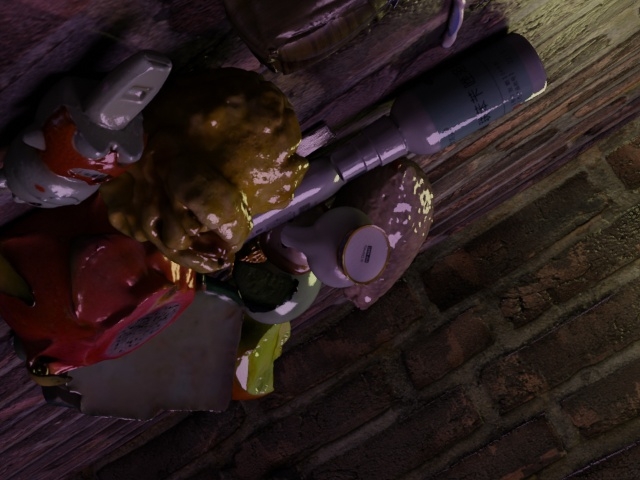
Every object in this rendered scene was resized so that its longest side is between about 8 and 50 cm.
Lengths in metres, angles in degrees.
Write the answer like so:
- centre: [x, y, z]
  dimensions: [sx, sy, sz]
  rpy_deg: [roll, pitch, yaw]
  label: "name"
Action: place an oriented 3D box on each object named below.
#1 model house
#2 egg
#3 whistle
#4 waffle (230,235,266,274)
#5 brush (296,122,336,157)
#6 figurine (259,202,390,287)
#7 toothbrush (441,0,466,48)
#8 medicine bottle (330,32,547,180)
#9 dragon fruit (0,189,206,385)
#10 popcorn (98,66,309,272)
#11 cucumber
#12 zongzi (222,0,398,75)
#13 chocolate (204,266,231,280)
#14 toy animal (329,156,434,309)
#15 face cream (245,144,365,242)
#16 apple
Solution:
- centre: [-0.327, 0.162, 1.693]
  dimensions: [0.298, 0.243, 0.284]
  rpy_deg: [13, 169, -38]
  label: "model house"
- centre: [-0.079, 0.086, 2.112]
  dimensions: [0.192, 0.149, 0.149]
  rpy_deg: [-43, 176, -25]
  label: "egg"
- centre: [-0.229, -0.101, 1.009]
  dimensions: [0.253, 0.106, 0.102]
  rpy_deg: [-37, -176, 33]
  label: "whistle"
- centre: [-0.120, 0.012, 1.969]
  dimensions: [0.191, 0.038, 0.191]
  rpy_deg: [-29, 169, -6]
  label: "waffle"
- centre: [-0.117, -0.088, 1.589]
  dimensions: [0.314, 0.017, 0.090]
  rpy_deg: [-31, 167, 7]
  label: "brush"
- centre: [0.000, 0.000, 1.769]
  dimensions: [0.189, 0.142, 0.263]
  rpy_deg: [16, 180, -37]
  label: "figurine"
- centre: [0.178, -0.308, 1.353]
  dimensions: [0.027, 0.021, 0.269]
  rpy_deg: [-24, 169, -4]
  label: "toothbrush"
- centre: [0.177, -0.197, 1.615]
  dimensions: [0.352, 0.110, 0.110]
  rpy_deg: [-29, 169, -5]
  label: "medicine bottle"
- centre: [-0.279, 0.058, 1.349]
  dimensions: [0.290, 0.189, 0.290]
  rpy_deg: [-29, 169, -6]
  label: "dragon fruit"
- centre: [-0.126, -0.078, 1.090]
  dimensions: [0.203, 0.226, 0.200]
  rpy_deg: [-80, 178, -58]
  label: "popcorn"
- centre: [-0.106, 0.079, 1.827]
  dimensions: [0.193, 0.115, 0.086]
  rpy_deg: [-130, -123, -82]
  label: "cucumber"
- centre: [0.020, -0.245, 1.008]
  dimensions: [0.221, 0.112, 0.242]
  rpy_deg: [-31, 177, 2]
  label: "zongzi"
- centre: [-0.234, 0.091, 1.894]
  dimensions: [0.102, 0.065, 0.329]
  rpy_deg: [-51, -177, -30]
  label: "chocolate"
- centre: [0.113, -0.043, 1.936]
  dimensions: [0.358, 0.188, 0.226]
  rpy_deg: [112, 4, -52]
  label: "toy animal"
- centre: [-0.037, -0.080, 1.671]
  dimensions: [0.291, 0.071, 0.144]
  rpy_deg: [-28, 179, -6]
  label: "face cream"
- centre: [-0.170, 0.217, 2.230]
  dimensions: [0.246, 0.246, 0.226]
  rpy_deg: [-24, 160, -28]
  label: "apple"
